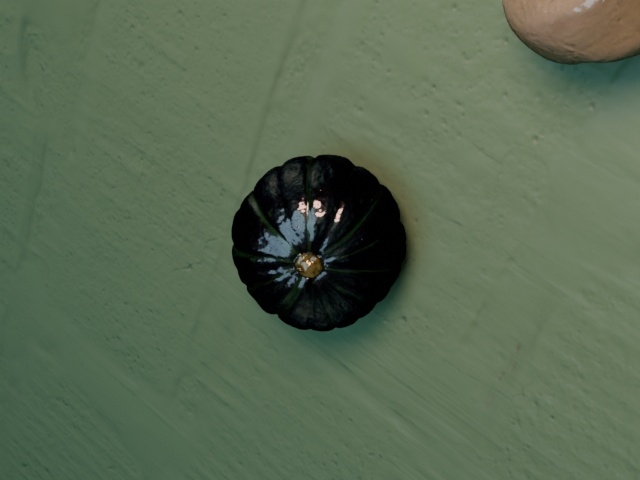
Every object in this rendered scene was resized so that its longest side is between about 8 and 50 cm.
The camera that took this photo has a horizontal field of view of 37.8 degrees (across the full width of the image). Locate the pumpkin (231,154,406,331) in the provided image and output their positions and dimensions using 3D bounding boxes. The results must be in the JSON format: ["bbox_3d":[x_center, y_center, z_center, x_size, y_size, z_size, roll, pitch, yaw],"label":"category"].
[{"bbox_3d":[-0.001,0.003,1.010,0.194,0.150,0.194,15,124,24],"label":"pumpkin"}]

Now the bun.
[{"bbox_3d":[0.245,-0.222,0.776,0.173,0.113,0.166,-8,61,48],"label":"bun"}]
